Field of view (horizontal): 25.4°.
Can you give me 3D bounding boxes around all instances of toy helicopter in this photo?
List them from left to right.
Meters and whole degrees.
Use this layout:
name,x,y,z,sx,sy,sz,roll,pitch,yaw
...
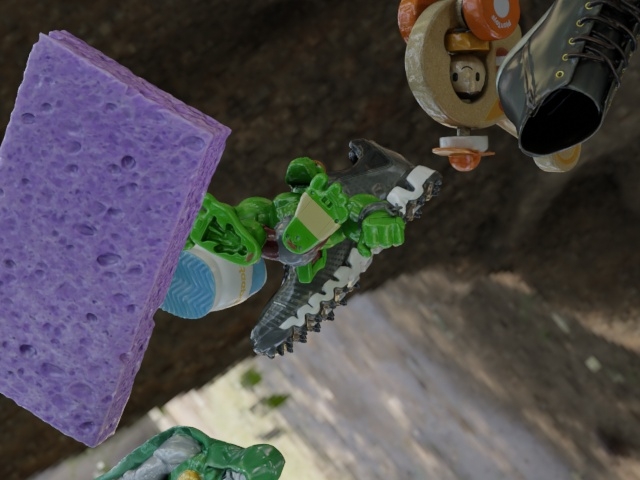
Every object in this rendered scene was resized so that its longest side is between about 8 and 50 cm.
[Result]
name,x,y,z,sx,sy,sz,roll,pitch,yaw
toy helicopter,0.233,-0.173,1.862,0.140,0.235,0.355,-3,154,44

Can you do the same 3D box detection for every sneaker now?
name,x,y,z,sx,sy,sz,roll,pitch,yaw
sneaker,-0.154,0.008,1.367,0.229,0.092,0.087,29,117,35
sneaker,0.000,0.000,1.277,0.106,0.234,0.078,39,165,10
sneaker,0.221,-0.160,1.067,0.083,0.222,0.118,28,-155,-15

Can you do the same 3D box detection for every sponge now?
name,x,y,z,sx,sy,sz,roll,pitch,yaw
sponge,-0.137,0.001,0.798,0.117,0.210,0.031,30,-157,15

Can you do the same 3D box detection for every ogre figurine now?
name,x,y,z,sx,sy,sz,roll,pitch,yaw
ogre figurine,-0.023,-0.013,1.120,0.096,0.197,0.118,69,-162,1

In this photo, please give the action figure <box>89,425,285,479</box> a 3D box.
name,x,y,z,sx,sy,sz,roll,pitch,yaw
action figure,-0.092,0.162,0.737,0.137,0.063,0.232,48,127,2
